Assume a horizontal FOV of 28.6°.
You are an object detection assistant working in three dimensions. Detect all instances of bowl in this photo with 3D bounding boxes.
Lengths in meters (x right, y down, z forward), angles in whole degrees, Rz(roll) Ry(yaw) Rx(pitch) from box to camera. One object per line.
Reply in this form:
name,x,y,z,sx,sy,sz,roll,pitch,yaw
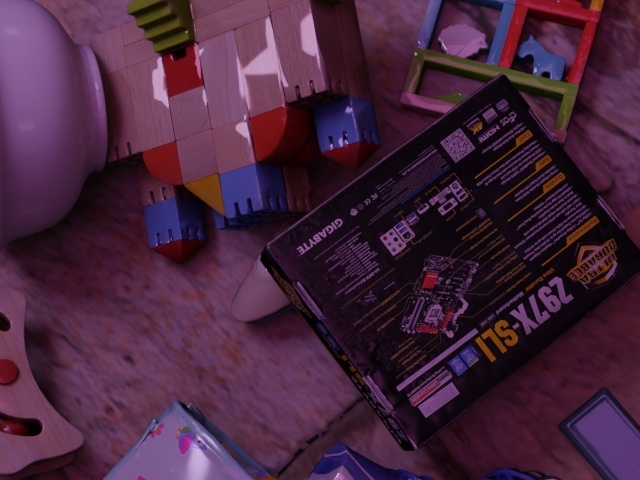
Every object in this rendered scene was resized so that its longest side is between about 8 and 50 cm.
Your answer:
bowl,-0.313,-0.140,1.372,0.134,0.298,0.297,-8,76,-20

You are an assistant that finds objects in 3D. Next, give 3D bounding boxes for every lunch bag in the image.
lunch bag,-0.124,0.324,1.287,0.262,0.160,0.223,41,87,8

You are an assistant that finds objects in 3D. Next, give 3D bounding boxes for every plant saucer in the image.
plant saucer,0.336,0.246,1.308,0.067,0.018,0.192,-39,77,-1

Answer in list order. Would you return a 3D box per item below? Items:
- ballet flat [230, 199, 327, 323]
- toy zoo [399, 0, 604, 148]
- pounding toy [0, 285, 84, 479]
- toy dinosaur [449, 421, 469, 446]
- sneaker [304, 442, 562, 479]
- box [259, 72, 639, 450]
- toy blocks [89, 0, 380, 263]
ballet flat,0.000,0.000,1.371,0.248,0.086,0.086,-30,76,-4
toy zoo,0.221,-0.265,1.425,0.192,0.030,0.293,16,81,11
pounding toy,-0.377,0.156,1.403,0.269,0.155,0.154,47,59,5
toy dinosaur,0.118,0.106,1.345,0.112,0.064,0.211,8,80,8
sneaker,0.143,0.280,1.260,0.315,0.127,0.182,41,74,-12
box,0.138,0.020,1.303,0.322,0.079,0.257,-37,89,-11
toy blocks,-0.090,-0.128,1.340,0.381,0.191,0.260,-15,81,30
